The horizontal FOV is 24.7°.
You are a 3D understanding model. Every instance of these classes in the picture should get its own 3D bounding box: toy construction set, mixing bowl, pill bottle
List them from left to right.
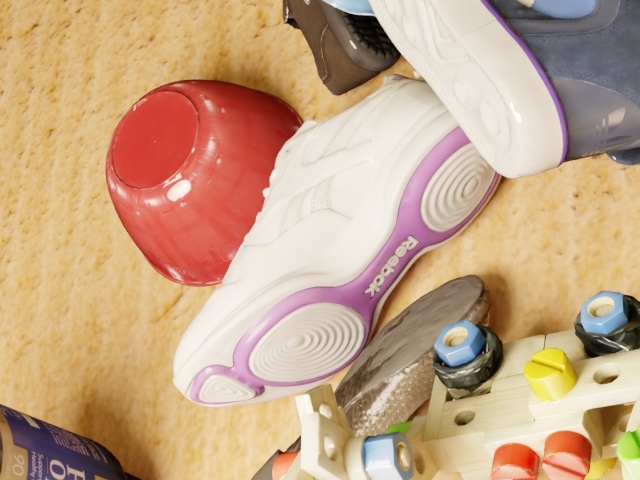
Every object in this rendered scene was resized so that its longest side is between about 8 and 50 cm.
[{"bbox_3d":[-0.218,0.192,1.075,0.122,0.219,0.123,-14,63,28],"label":"pill bottle"},{"bbox_3d":[-0.108,-0.062,1.198,0.181,0.098,0.181,-13,63,28],"label":"mixing bowl"},{"bbox_3d":[0.140,0.129,0.894,0.327,0.151,0.215,-2,40,17],"label":"toy construction set"}]

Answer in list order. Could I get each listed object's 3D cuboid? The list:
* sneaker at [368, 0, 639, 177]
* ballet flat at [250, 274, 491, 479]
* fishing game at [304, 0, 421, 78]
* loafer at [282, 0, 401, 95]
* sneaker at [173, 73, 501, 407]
[{"bbox_3d":[0.172,-0.199,1.044,0.236,0.130,0.323,-21,59,-13],"label":"sneaker"},{"bbox_3d":[0.038,0.127,1.050,0.250,0.058,0.084,-48,17,-1],"label":"ballet flat"},{"bbox_3d":[0.056,-0.245,1.155,0.189,0.041,0.264,-31,69,-12],"label":"fishing game"},{"bbox_3d":[-0.009,-0.209,1.207,0.078,0.080,0.220,-47,48,36],"label":"loafer"},{"bbox_3d":[0.000,0.000,1.107,0.305,0.114,0.152,-44,45,-2],"label":"sneaker"}]
